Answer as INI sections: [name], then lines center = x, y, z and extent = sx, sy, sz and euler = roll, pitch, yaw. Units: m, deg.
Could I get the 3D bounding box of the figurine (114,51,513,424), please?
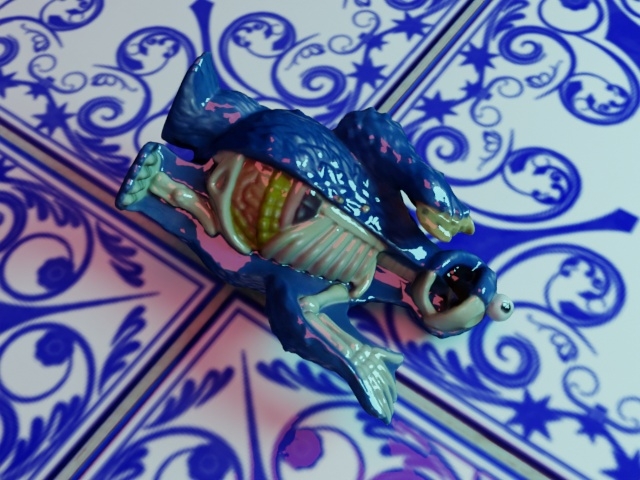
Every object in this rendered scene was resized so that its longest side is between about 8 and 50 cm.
[figurine]
center = -0.001, -0.009, 0.526
extent = 0.262, 0.121, 0.164
euler = 40, 73, 4
